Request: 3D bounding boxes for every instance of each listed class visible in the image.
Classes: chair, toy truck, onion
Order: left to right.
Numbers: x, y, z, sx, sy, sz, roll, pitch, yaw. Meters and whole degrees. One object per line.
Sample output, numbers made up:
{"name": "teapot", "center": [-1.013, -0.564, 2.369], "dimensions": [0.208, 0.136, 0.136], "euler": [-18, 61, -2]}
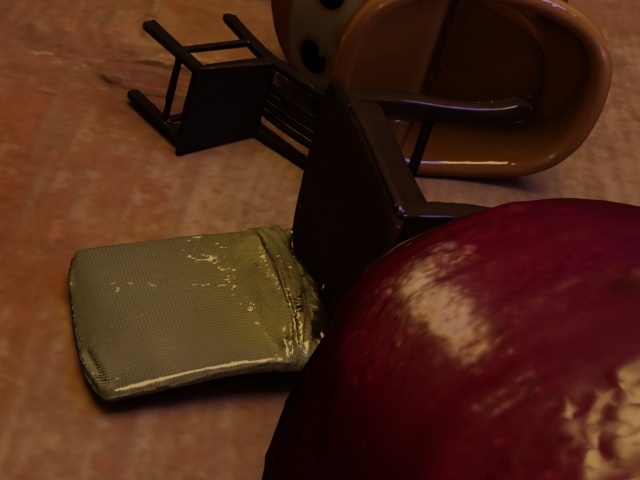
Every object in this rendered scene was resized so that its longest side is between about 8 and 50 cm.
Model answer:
{"name": "chair", "center": [-0.059, -0.103, 1.186], "dimensions": [0.101, 0.084, 0.212], "euler": [-14, 44, -38]}
{"name": "chair", "center": [0.000, 0.000, 0.983], "dimensions": [0.319, 0.186, 0.160], "euler": [1, 42, -21]}
{"name": "toy truck", "center": [0.099, -0.190, 1.253], "dimensions": [0.288, 0.204, 0.211], "euler": [11, 38, -8]}
{"name": "onion", "center": [0.070, 0.181, 0.644], "dimensions": [0.420, 0.398, 0.398], "euler": [-18, 40, 0]}
